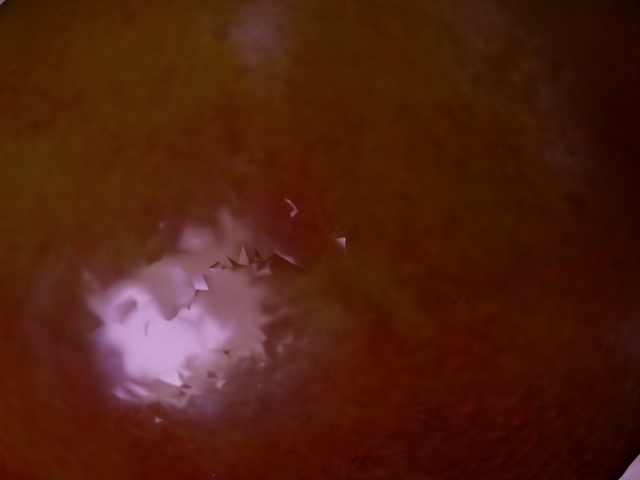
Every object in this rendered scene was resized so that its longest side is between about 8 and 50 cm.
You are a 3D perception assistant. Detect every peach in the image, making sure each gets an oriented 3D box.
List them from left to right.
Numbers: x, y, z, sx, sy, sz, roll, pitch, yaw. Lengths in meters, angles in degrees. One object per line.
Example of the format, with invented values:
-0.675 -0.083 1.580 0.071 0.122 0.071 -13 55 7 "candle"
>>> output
0.000 0.000 0.783 0.332 0.308 0.307 -7 112 24 "peach"
